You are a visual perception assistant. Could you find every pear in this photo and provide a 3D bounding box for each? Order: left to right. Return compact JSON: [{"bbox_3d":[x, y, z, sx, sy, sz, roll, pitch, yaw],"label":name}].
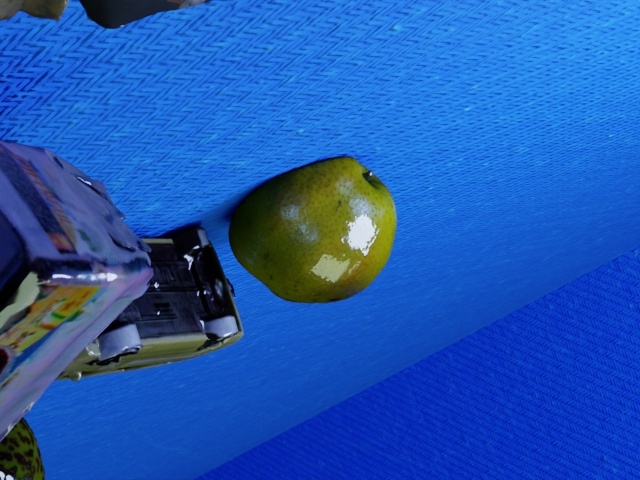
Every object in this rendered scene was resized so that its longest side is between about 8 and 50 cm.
[{"bbox_3d":[0.000,0.000,1.167,0.141,0.104,0.141,-26,167,-6],"label":"pear"}]

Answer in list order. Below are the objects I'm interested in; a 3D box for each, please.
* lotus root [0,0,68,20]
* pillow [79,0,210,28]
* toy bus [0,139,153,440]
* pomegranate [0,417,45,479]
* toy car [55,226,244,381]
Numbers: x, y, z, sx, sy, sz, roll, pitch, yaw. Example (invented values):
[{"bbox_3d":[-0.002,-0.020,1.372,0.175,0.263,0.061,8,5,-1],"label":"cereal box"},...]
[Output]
[{"bbox_3d":[-0.204,-0.066,0.403,0.303,0.131,0.146,-15,165,-35],"label":"lotus root"},{"bbox_3d":[-0.072,-0.132,0.575,0.090,0.048,0.150,-31,164,0],"label":"pillow"},{"bbox_3d":[-0.229,0.087,0.743,0.317,0.112,0.138,-46,156,21],"label":"toy bus"},{"bbox_3d":[-0.361,0.216,1.302,0.222,0.276,0.204,-4,129,2],"label":"pomegranate"},{"bbox_3d":[-0.162,0.055,1.094,0.124,0.101,0.257,-24,170,21],"label":"toy car"}]
